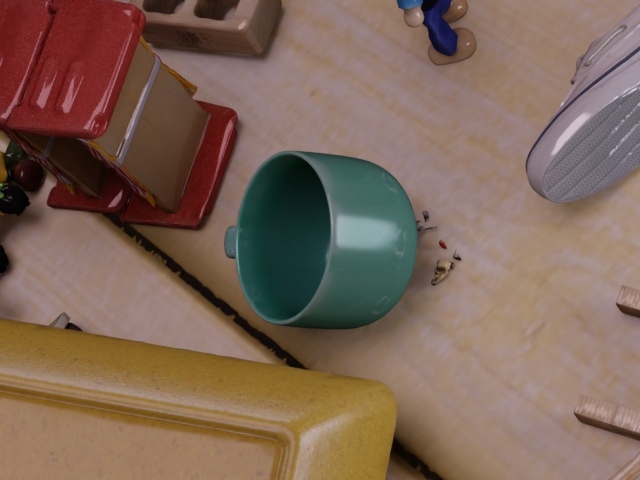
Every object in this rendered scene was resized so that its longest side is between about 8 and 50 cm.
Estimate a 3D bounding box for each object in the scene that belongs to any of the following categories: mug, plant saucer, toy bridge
[{"bbox_3d":[0.005,-0.005,1.354,0.158,0.097,0.129,49,125,47],"label":"mug"},{"bbox_3d":[-0.140,0.224,1.221,0.333,0.081,0.332,9,76,10],"label":"plant saucer"},{"bbox_3d":[0.208,0.126,1.264,0.063,0.026,0.188,16,74,26],"label":"toy bridge"}]

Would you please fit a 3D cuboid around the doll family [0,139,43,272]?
[{"bbox_3d":[-0.292,-0.007,1.502,0.111,0.076,0.193,8,75,20],"label":"doll family"}]

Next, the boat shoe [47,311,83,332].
[{"bbox_3d":[-0.223,0.155,1.383,0.069,0.081,0.227,32,49,-11],"label":"boat shoe"}]

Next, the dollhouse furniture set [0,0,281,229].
[{"bbox_3d":[-0.140,-0.214,1.458,0.152,0.201,0.374,10,72,25],"label":"dollhouse furniture set"}]

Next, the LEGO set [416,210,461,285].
[{"bbox_3d":[0.068,-0.002,1.380,0.083,0.023,0.054,20,75,28],"label":"LEGO set"}]

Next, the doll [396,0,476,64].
[{"bbox_3d":[0.068,-0.211,1.380,0.046,0.189,0.129,-18,62,13],"label":"doll"}]

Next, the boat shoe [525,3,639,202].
[{"bbox_3d":[0.228,-0.117,1.348,0.226,0.083,0.076,-39,46,-12],"label":"boat shoe"}]
